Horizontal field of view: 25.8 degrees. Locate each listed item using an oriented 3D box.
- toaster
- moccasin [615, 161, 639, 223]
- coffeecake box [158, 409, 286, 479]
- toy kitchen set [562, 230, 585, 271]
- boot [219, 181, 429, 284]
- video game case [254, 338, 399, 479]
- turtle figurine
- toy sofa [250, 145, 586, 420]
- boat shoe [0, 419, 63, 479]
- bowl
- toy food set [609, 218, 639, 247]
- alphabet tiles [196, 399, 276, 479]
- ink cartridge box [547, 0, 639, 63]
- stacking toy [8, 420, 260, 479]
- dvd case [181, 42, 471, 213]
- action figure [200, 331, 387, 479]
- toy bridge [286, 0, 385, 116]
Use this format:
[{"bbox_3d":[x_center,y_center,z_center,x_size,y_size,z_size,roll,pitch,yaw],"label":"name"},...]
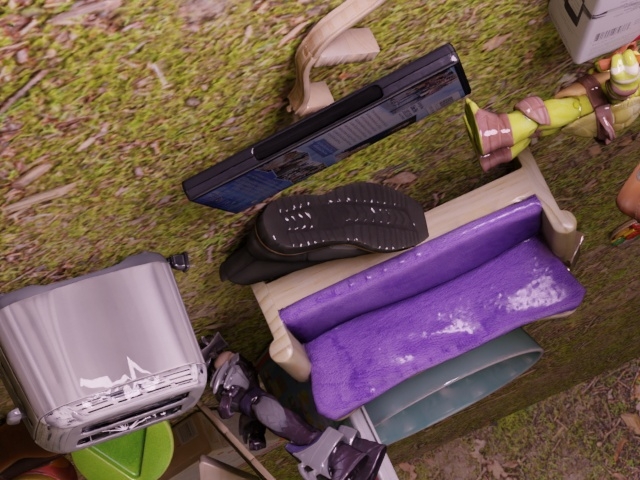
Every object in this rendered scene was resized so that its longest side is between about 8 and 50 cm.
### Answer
[{"bbox_3d":[-0.208,0.109,1.366,0.227,0.146,0.129,-17,162,-24],"label":"toaster"},{"bbox_3d":[0.403,-0.154,1.294,0.380,0.147,0.139,-56,153,-12],"label":"moccasin"},{"bbox_3d":[-0.162,0.312,2.137,0.142,0.068,0.185,-36,159,31],"label":"coffeecake box"},{"bbox_3d":[0.328,0.015,1.991,0.083,0.075,0.068,-64,166,-6],"label":"toy kitchen set"},{"bbox_3d":[0.000,0.000,1.470,0.198,0.077,0.137,2,156,-29],"label":"boot"},{"bbox_3d":[0.009,0.245,1.807,0.025,0.285,0.204,-16,161,-28],"label":"video game case"},{"bbox_3d":[0.248,-0.128,1.331,0.217,0.087,0.269,-19,-176,3],"label":"turtle figurine"},{"bbox_3d":[0.114,0.052,1.578,0.362,0.177,0.150,-24,163,2],"label":"toy sofa"},{"bbox_3d":[-0.343,0.237,1.687,0.207,0.073,0.073,-24,166,22],"label":"boat shoe"},{"bbox_3d":[0.129,0.153,1.894,0.311,0.163,0.311,-24,165,-7],"label":"bowl"},{"bbox_3d":[0.474,-0.014,2.116,0.082,0.020,0.083,-34,161,27],"label":"toy food set"},{"bbox_3d":[-0.061,0.310,1.782,0.011,0.342,0.285,-42,138,-9],"label":"alphabet tiles"},{"bbox_3d":[0.259,-0.222,1.164,0.109,0.063,0.150,-22,163,-7],"label":"ink cartridge box"},{"bbox_3d":[-0.250,0.330,1.850,0.279,0.309,0.130,-53,-166,12],"label":"stacking toy"},{"bbox_3d":[0.012,-0.093,1.225,0.253,0.022,0.180,-27,173,7],"label":"dvd case"},{"bbox_3d":[-0.064,0.209,1.686,0.099,0.285,0.185,-56,155,-7],"label":"action figure"},{"bbox_3d":[0.015,-0.152,1.103,0.063,0.026,0.188,-12,158,-34],"label":"toy bridge"}]
